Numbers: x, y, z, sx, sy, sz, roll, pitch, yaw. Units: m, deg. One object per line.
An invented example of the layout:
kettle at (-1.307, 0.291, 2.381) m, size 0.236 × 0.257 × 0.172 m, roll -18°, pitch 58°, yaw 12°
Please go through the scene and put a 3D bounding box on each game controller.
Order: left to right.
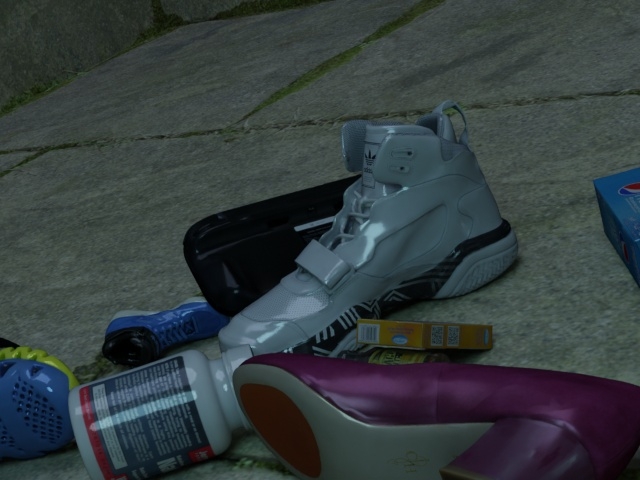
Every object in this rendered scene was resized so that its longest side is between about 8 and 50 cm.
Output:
game controller at (0.000, 0.000, 1.607) m, size 0.319 × 0.067 × 0.166 m, roll -16°, pitch 51°, yaw -16°

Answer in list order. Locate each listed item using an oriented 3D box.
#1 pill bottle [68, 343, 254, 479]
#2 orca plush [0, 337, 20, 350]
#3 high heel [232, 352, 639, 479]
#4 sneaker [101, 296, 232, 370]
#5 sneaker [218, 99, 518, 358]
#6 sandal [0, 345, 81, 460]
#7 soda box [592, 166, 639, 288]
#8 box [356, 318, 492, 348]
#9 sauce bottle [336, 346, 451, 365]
pill bottle at (-0.142, 0.165, 1.288) m, size 0.180 × 0.108 × 0.108 m, roll -18°, pitch 19°, yaw -2°
orca plush at (-0.407, 0.146, 1.575) m, size 0.151 × 0.102 × 0.287 m, roll -25°, pitch 21°, yaw -20°
high heel at (0.091, 0.146, 1.139) m, size 0.181 × 0.127 × 0.377 m, roll -29°, pitch 32°, yaw -34°
sneaker at (-0.179, 0.112, 1.548) m, size 0.152 × 0.058 × 0.084 m, roll -5°, pitch 29°, yaw 8°
sneaker at (0.034, -0.009, 1.458) m, size 0.366 × 0.210 × 0.137 m, roll -24°, pitch 20°, yaw -17°
sandal at (-0.381, 0.204, 1.391) m, size 0.317 × 0.126 × 0.138 m, roll -17°, pitch 21°, yaw 26°
soda box at (0.349, -0.014, 1.418) m, size 0.071 × 0.067 × 0.210 m, roll -15°, pitch 20°, yaw 5°
box at (0.109, 0.093, 1.324) m, size 0.081 × 0.028 × 0.136 m, roll 0°, pitch -6°, yaw 41°
sauce bottle at (0.070, 0.126, 1.316) m, size 0.128 × 0.042 × 0.042 m, roll -2°, pitch 25°, yaw 42°
